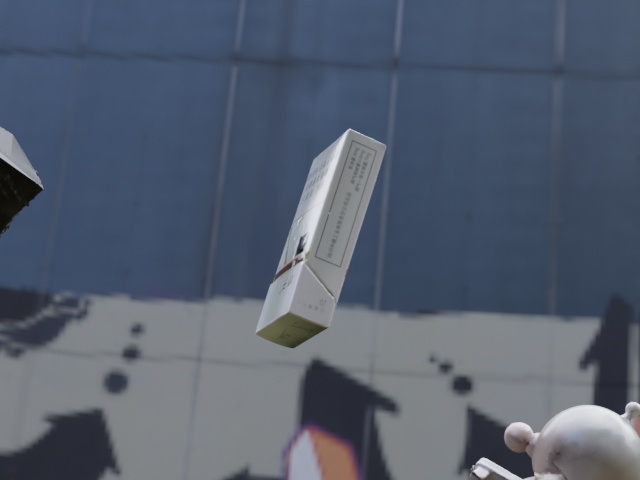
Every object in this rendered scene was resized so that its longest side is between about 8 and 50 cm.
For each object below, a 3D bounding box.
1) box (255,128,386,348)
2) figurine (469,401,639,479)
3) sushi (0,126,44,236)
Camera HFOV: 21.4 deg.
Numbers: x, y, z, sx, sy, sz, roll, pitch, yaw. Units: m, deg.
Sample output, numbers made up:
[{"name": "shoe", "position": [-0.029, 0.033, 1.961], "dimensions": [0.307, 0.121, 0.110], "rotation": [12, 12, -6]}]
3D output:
[{"name": "box", "position": [0.000, 0.000, 1.291], "dimensions": [0.040, 0.154, 0.084], "rotation": [25, -21, -15]}, {"name": "figurine", "position": [0.298, 0.281, 2.073], "dimensions": [0.182, 0.257, 0.144], "rotation": [11, -55, 40]}, {"name": "sushi", "position": [-0.439, -0.049, 1.898], "dimensions": [0.215, 0.212, 0.227], "rotation": [37, 0, -37]}]
